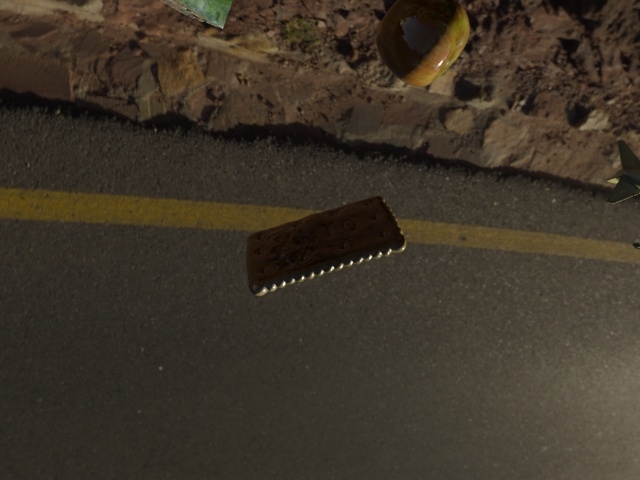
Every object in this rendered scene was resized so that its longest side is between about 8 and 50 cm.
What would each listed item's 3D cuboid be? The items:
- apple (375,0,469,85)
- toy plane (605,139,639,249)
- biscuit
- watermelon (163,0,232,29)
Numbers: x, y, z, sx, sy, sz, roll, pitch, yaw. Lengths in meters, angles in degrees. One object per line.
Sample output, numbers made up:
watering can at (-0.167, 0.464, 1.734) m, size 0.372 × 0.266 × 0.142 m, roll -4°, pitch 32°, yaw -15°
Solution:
apple at (0.278, -0.581, 1.519) m, size 0.265 × 0.264 × 0.264 m, roll -12°, pitch 127°, yaw -16°
toy plane at (0.598, -0.083, 0.899) m, size 0.244 × 0.092 × 0.228 m, roll 15°, pitch 81°, yaw -1°
biscuit at (0.000, 0.000, 1.119) m, size 0.325 × 0.217 × 0.044 m, roll -16°, pitch 124°, yaw 2°
watermelon at (-0.303, -0.610, 1.206) m, size 0.213 × 0.201 × 0.261 m, roll 20°, pitch 74°, yaw -31°
